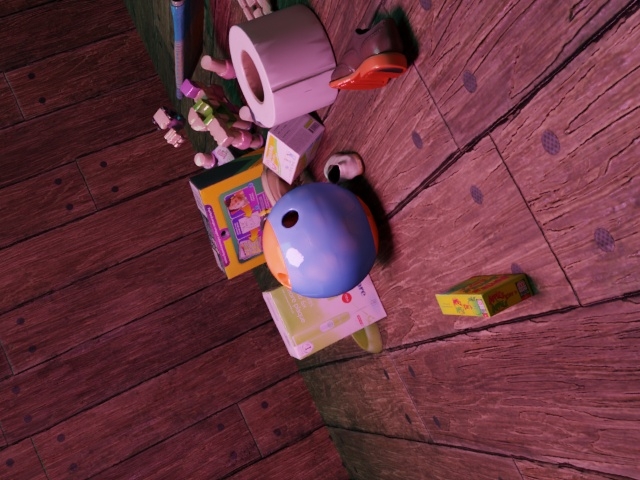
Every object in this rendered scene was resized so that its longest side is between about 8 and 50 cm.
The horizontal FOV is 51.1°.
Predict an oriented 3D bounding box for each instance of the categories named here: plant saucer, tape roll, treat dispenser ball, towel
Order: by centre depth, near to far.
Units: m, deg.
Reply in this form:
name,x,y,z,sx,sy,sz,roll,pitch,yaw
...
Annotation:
name,x,y,z,sx,sy,sz,roll,pitch,yaw
tape roll,-0.087,-0.407,1.565,0.246,0.169,0.246,56,161,30
treat dispenser ball,0.000,0.000,1.654,0.288,0.288,0.288,57,162,30
plant saucer,0.118,0.255,2.110,0.241,0.037,0.241,57,163,29
towel,-0.420,-0.672,2.129,0.370,0.040,0.271,105,178,-52

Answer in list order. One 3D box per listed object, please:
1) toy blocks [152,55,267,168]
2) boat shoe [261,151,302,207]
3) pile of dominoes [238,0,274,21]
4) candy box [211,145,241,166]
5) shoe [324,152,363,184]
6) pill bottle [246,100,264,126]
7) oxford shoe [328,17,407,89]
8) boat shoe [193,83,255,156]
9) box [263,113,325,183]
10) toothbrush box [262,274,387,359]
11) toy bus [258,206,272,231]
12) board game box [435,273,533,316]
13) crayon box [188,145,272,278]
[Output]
name,x,y,z,sx,sy,sz,roll,pitch,yaw
toy blocks,-0.310,-0.394,2.175,0.288,0.309,0.260,53,-156,15
boat shoe,-0.108,-0.178,1.942,0.302,0.098,0.109,-99,-15,-53
pile of dominoes,-0.143,-0.594,1.758,0.251,0.040,0.196,61,165,-14
candy box,-0.288,-0.255,2.448,0.196,0.070,0.165,31,-162,-51
shoe,0.042,-0.178,1.679,0.076,0.058,0.219,67,164,-5
pill bottle,-0.146,-0.431,1.764,0.130,0.130,0.245,52,163,40
oxford shoe,0.088,-0.346,1.273,0.271,0.097,0.098,-178,84,-68
boat shoe,-0.299,-0.406,2.341,0.324,0.120,0.122,48,170,-25
box,-0.075,-0.254,1.801,0.103,0.114,0.203,39,162,4
toothbrush box,0.010,0.180,1.895,0.206,0.283,0.122,67,163,-2
toy bus,-0.046,-0.049,1.957,0.149,0.211,0.220,7,-137,-56
board game box,0.292,0.099,1.213,0.043,0.092,0.181,67,164,-2
crayon box,-0.225,-0.095,2.198,0.106,0.313,0.363,42,152,48
